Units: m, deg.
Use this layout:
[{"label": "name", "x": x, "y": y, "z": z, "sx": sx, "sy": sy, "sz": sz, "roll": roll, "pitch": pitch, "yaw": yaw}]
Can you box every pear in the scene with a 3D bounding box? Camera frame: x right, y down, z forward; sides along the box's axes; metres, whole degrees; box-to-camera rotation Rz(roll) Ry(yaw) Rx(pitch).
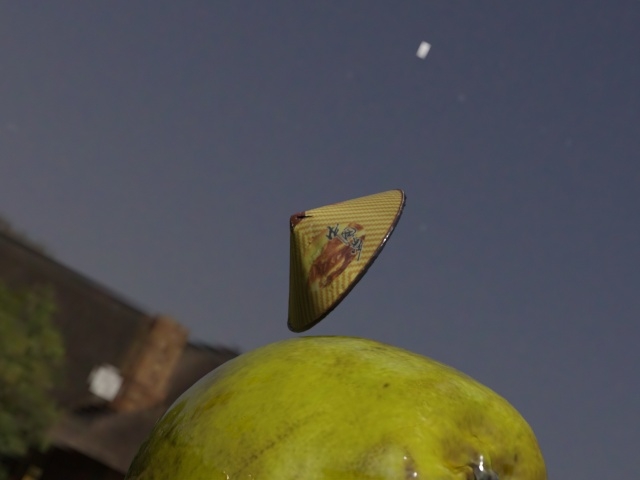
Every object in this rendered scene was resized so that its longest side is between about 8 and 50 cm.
[{"label": "pear", "x": -0.004, "y": 0.242, "z": 1.527, "sx": 0.352, "sy": 0.352, "sz": 0.413, "roll": 31, "pitch": -44, "yaw": -18}]

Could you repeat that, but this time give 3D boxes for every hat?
[{"label": "hat", "x": 0.000, "y": 0.000, "z": 2.004, "sx": 0.082, "sy": 0.193, "sz": 0.193, "roll": 37, "pitch": -14, "yaw": -12}]
